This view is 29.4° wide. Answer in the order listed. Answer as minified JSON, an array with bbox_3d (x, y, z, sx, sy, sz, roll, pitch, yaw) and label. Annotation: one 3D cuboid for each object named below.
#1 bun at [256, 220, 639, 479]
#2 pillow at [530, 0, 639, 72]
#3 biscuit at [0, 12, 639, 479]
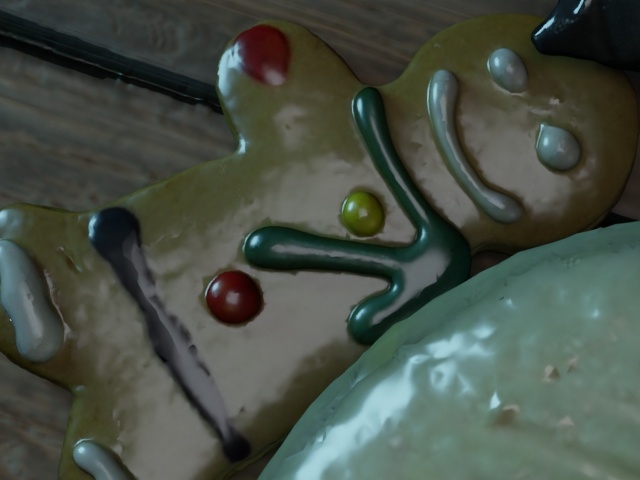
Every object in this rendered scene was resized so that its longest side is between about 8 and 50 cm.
[{"bbox_3d":[0.135,0.176,0.406,0.365,0.219,0.365,-4,75,17],"label":"bun"},{"bbox_3d":[0.218,-0.155,0.499,0.186,0.106,0.250,25,97,-4],"label":"pillow"},{"bbox_3d":[0.000,0.000,0.522,0.301,0.049,0.197,-29,84,-3],"label":"biscuit"}]
